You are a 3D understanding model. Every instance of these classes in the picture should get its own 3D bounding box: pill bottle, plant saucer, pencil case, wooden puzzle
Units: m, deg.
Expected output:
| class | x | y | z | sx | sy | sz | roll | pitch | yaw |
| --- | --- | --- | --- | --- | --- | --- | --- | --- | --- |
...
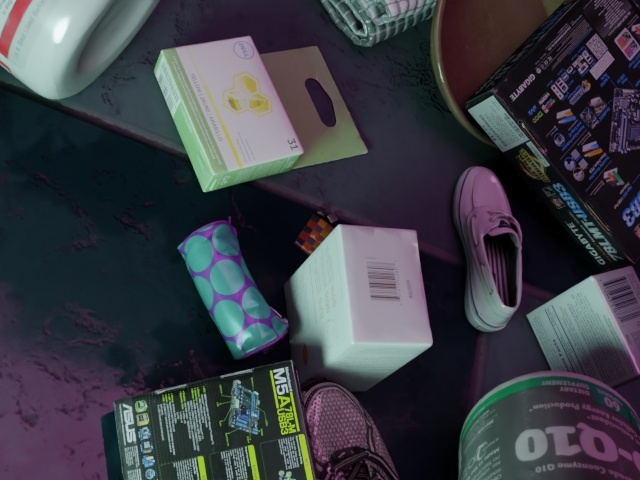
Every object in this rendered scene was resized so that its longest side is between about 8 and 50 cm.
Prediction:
| class | x | y | z | sx | sy | sz | roll | pitch | yaw |
| --- | --- | --- | --- | --- | --- | --- | --- | --- | --- |
| pill bottle | 0.231 | 0.298 | 0.919 | 0.204 | 0.204 | 0.361 | 32 | 25 | -8 |
| plant saucer | 0.244 | -0.261 | 1.313 | 0.278 | 0.041 | 0.277 | -4 | 96 | -37 |
| pencil case | -0.093 | 0.053 | 1.059 | 0.070 | 0.064 | 0.151 | -26 | 79 | -16 |
| pill bottle | -0.371 | -0.356 | 1.028 | 0.408 | 0.229 | 0.229 | 38 | 57 | -4 |
| wooden puzzle | 0.000 | 0.000 | 1.161 | 0.049 | 0.006 | 0.083 | 37 | 57 | -5 |

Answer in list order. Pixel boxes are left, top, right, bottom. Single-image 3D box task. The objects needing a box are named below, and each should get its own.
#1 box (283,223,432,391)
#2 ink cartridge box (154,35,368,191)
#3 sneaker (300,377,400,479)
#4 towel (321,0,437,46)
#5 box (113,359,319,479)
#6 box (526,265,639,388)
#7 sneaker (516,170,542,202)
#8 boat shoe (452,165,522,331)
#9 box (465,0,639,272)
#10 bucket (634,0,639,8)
| class | x | y | z | sx | sy | sz | roll | pitch | yaw |
| --- | --- | --- | --- | --- | --- | --- | --- | --- | --- |
| box | 0.035 | 0.077 | 1.043 | 0.091 | 0.170 | 0.130 | 4 | 65 | -22 |
| ink cartridge box | -0.062 | -0.165 | 1.184 | 0.235 | 0.056 | 0.171 | -16 | 74 | -28 |
| sneaker | 0.065 | 0.291 | 0.971 | 0.134 | 0.146 | 0.343 | -17 | 74 | -30 |
| towel | 0.074 | -0.420 | 1.332 | 0.235 | 0.121 | 0.283 | -30 | 83 | -31 |
| box | -0.095 | 0.227 | 0.942 | 0.184 | 0.045 | 0.190 | -13 | 70 | -1 |
| box | 0.336 | 0.116 | 1.181 | 0.072 | 0.137 | 0.126 | -13 | 73 | -30 |
| sneaker | 0.282 | -0.087 | 1.321 | 0.035 | 0.031 | 0.083 | -1 | 62 | -10 |
| boat shoe | 0.221 | 0.000 | 1.221 | 0.083 | 0.076 | 0.226 | 7 | 64 | -22 |
| box | 0.379 | -0.162 | 1.304 | 0.293 | 0.073 | 0.295 | 49 | 64 | -11 |
| bucket | 0.634 | -0.370 | 1.522 | 0.281 | 0.183 | 0.281 | 10 | 63 | -20 |
